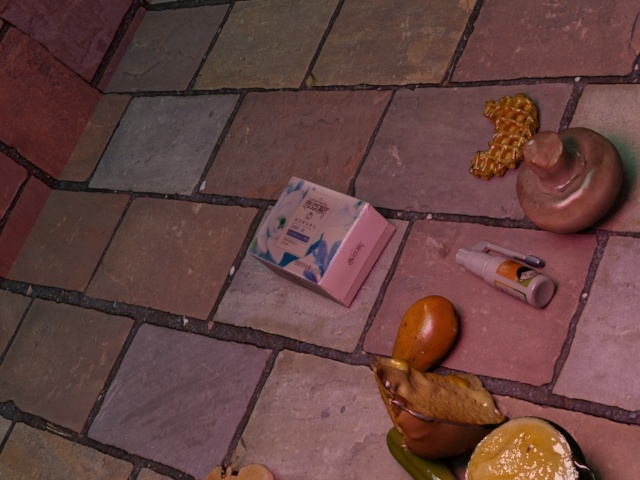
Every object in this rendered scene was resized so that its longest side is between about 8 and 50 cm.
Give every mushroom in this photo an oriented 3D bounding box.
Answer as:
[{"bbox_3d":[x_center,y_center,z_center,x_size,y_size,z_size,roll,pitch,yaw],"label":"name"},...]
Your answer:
[{"bbox_3d":[0.434,-0.121,2.035,0.204,0.204,0.204,-25,47,29],"label":"mushroom"}]

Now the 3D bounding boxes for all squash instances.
[{"bbox_3d":[0.186,0.395,1.992,0.066,0.066,0.201,-51,45,1],"label":"squash"}]

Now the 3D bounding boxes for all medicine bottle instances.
[{"bbox_3d":[0.348,0.052,2.103,0.092,0.061,0.220,-37,35,-21],"label":"medicine bottle"}]

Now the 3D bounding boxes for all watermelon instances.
[{"bbox_3d":[0.344,0.388,1.792,0.232,0.127,0.204,-31,53,29],"label":"watermelon"}]

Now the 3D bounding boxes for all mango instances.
[{"bbox_3d":[0.197,0.181,2.120,0.115,0.089,0.165,13,74,49],"label":"mango"}]

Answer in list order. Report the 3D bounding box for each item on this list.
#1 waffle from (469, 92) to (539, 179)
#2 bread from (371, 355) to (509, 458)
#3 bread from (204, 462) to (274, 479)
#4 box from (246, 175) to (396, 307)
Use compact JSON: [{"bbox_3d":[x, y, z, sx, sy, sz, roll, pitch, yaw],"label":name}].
[{"bbox_3d":[0.367,-0.216,2.285,0.149,0.051,0.194,-16,52,33],"label":"waffle"},{"bbox_3d":[0.182,0.302,1.951,0.133,0.251,0.174,-59,37,25],"label":"bread"},{"bbox_3d":[-0.179,0.578,2.208,0.316,0.054,0.316,-25,46,28],"label":"bread"},{"bbox_3d":[-0.002,-0.001,2.423,0.274,0.116,0.203,23,78,50],"label":"box"}]
